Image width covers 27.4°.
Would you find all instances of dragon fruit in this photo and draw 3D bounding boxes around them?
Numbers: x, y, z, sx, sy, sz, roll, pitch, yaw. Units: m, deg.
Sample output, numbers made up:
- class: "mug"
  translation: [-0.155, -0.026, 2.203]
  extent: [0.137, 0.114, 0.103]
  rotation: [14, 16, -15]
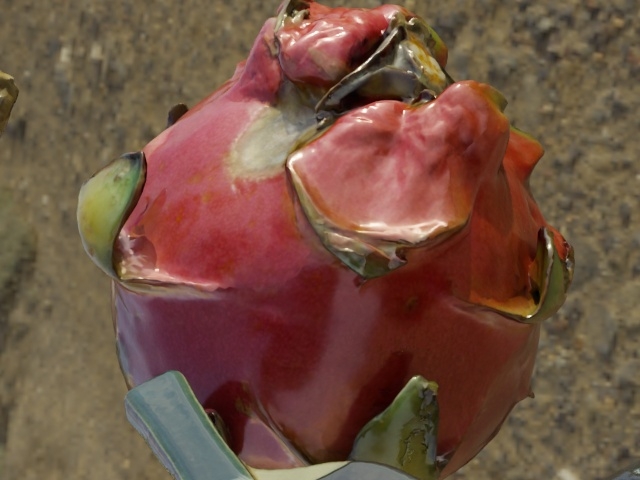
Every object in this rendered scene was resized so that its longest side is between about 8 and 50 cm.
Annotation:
- class: "dragon fruit"
  translation: [0.000, 0.000, 0.781]
  extent: [0.225, 0.306, 0.305]
  rotation: [83, 180, -64]

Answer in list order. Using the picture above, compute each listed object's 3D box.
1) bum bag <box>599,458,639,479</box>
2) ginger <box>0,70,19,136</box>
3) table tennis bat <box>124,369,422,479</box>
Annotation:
- class: "bum bag"
  translation: [0.290, 0.285, 1.337]
  extent: [0.310, 0.137, 0.074]
  rotation: [-42, 73, 5]
- class: "ginger"
  translation: [-0.149, -0.077, 0.330]
  extent: [0.067, 0.165, 0.096]
  rotation: [-8, 62, 44]
- class: "table tennis bat"
  translation: [-0.024, 0.128, 0.539]
  extent: [0.274, 0.154, 0.021]
  rotation: [42, 151, 55]
